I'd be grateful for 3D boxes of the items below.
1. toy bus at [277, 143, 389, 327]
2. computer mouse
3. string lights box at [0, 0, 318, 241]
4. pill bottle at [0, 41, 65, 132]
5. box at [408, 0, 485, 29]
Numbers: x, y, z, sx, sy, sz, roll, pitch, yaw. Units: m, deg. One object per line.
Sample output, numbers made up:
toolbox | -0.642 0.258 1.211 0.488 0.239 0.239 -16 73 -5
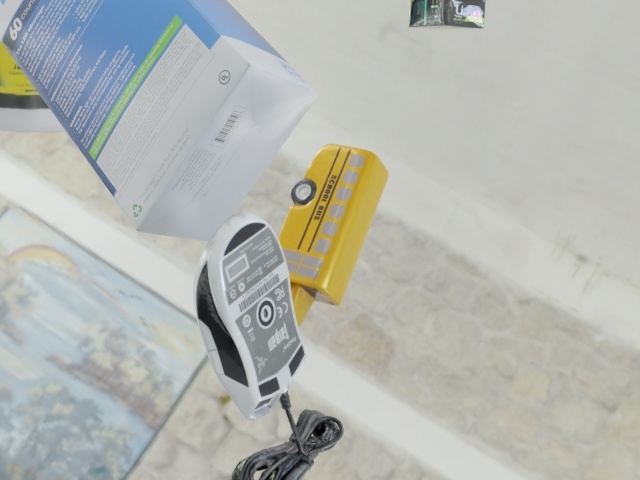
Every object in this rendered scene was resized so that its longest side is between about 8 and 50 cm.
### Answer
toy bus | 0.000 0.000 1.596 0.130 0.332 0.108 13 -17 27
computer mouse | -0.041 0.072 0.576 0.042 0.106 0.193 1 -66 35
string lights box | -0.132 -0.135 0.643 0.077 0.133 0.259 11 33 -54
pill bottle | -0.317 -0.298 0.997 0.188 0.188 0.333 19 -66 40
box | 0.157 -0.290 1.130 0.062 0.052 0.083 -3 11 -26
